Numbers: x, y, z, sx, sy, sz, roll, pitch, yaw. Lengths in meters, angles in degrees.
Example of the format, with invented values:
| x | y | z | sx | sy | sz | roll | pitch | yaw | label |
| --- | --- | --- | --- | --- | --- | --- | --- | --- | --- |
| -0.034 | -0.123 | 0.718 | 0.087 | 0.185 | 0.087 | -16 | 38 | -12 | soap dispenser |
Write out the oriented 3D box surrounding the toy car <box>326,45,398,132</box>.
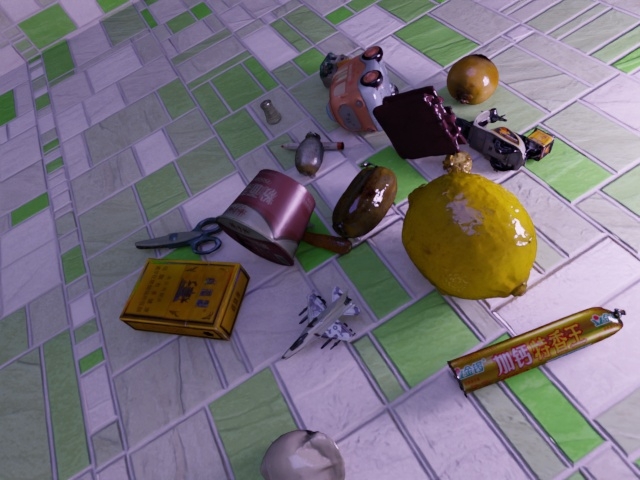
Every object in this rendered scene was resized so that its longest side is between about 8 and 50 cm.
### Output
| x | y | z | sx | sy | sz | roll | pitch | yaw | label |
| --- | --- | --- | --- | --- | --- | --- | --- | --- | --- |
| 0.124 | -0.465 | 1.435 | 0.212 | 0.180 | 0.271 | -12 | 52 | 23 | toy car |

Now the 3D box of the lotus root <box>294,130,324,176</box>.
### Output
| x | y | z | sx | sy | sz | roll | pitch | yaw | label |
| --- | --- | --- | --- | --- | --- | --- | --- | --- | --- |
| -0.031 | -0.271 | 1.396 | 0.088 | 0.088 | 0.165 | 3 | 64 | 20 | lotus root |

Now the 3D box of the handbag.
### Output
| x | y | z | sx | sy | sz | roll | pitch | yaw | label |
| --- | --- | --- | --- | --- | --- | --- | --- | --- | --- |
| 0.271 | -0.318 | 1.229 | 0.216 | 0.203 | 0.074 | 4 | 55 | 53 | handbag |

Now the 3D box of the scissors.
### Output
| x | y | z | sx | sy | sz | roll | pitch | yaw | label |
| --- | --- | --- | --- | --- | --- | --- | --- | --- | --- |
| -0.432 | -0.002 | 1.373 | 0.289 | 0.041 | 0.138 | -7 | 53 | 9 | scissors |

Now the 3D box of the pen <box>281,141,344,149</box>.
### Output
| x | y | z | sx | sy | sz | roll | pitch | yaw | label |
| --- | --- | --- | --- | --- | --- | --- | --- | --- | --- |
| -0.029 | -0.307 | 1.461 | 0.218 | 0.026 | 0.026 | 4 | 58 | 21 | pen |

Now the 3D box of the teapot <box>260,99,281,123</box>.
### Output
| x | y | z | sx | sy | sz | roll | pitch | yaw | label |
| --- | --- | --- | --- | --- | --- | --- | --- | --- | --- |
| -0.178 | -0.459 | 1.580 | 0.057 | 0.083 | 0.067 | -9 | 56 | 18 | teapot |

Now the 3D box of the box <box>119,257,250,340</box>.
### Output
| x | y | z | sx | sy | sz | roll | pitch | yaw | label |
| --- | --- | --- | --- | --- | --- | --- | --- | --- | --- |
| -0.362 | 0.154 | 1.214 | 0.301 | 0.084 | 0.193 | 2 | 57 | 19 | box |

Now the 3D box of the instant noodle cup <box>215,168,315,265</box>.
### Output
| x | y | z | sx | sy | sz | roll | pitch | yaw | label |
| --- | --- | --- | --- | --- | --- | --- | --- | --- | --- |
| -0.132 | -0.064 | 1.186 | 0.234 | 0.235 | 0.178 | 19 | 70 | 28 | instant noodle cup |

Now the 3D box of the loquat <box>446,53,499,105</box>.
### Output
| x | y | z | sx | sy | sz | roll | pitch | yaw | label |
| --- | --- | --- | --- | --- | --- | --- | --- | --- | --- |
| 0.457 | -0.483 | 1.354 | 0.163 | 0.137 | 0.163 | 0 | 68 | 1 | loquat |

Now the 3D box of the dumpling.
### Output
| x | y | z | sx | sy | sz | roll | pitch | yaw | label |
| --- | --- | --- | --- | --- | --- | --- | --- | --- | --- |
| -0.038 | 0.458 | 0.900 | 0.176 | 0.092 | 0.150 | -22 | 66 | -4 | dumpling |

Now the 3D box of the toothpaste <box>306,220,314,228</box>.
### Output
| x | y | z | sx | sy | sz | roll | pitch | yaw | label |
| --- | --- | --- | --- | --- | --- | --- | --- | --- | --- |
| -0.100 | -0.065 | 1.312 | 0.197 | 0.035 | 0.057 | 18 | 48 | 29 | toothpaste |

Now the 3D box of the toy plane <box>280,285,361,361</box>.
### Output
| x | y | z | sx | sy | sz | roll | pitch | yaw | label |
| --- | --- | --- | --- | --- | --- | --- | --- | --- | --- |
| -0.001 | 0.205 | 1.074 | 0.234 | 0.082 | 0.160 | -47 | 64 | 2 | toy plane |

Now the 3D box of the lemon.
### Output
| x | y | z | sx | sy | sz | roll | pitch | yaw | label |
| --- | --- | --- | --- | --- | --- | --- | --- | --- | --- |
| 0.325 | -0.006 | 0.989 | 0.268 | 0.268 | 0.322 | -36 | 75 | -8 | lemon |

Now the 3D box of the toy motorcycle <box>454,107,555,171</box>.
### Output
| x | y | z | sx | sy | sz | roll | pitch | yaw | label |
| --- | --- | --- | --- | --- | --- | --- | --- | --- | --- |
| 0.482 | -0.287 | 1.243 | 0.157 | 0.091 | 0.263 | -35 | 55 | -17 | toy motorcycle |

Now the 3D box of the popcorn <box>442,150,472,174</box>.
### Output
| x | y | z | sx | sy | sz | roll | pitch | yaw | label |
| --- | --- | --- | --- | --- | --- | --- | --- | --- | --- |
| 0.378 | -0.210 | 1.241 | 0.083 | 0.057 | 0.082 | -41 | 61 | -16 | popcorn |

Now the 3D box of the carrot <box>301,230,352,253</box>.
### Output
| x | y | z | sx | sy | sz | roll | pitch | yaw | label |
| --- | --- | --- | --- | --- | --- | --- | --- | --- | --- |
| 0.000 | 0.000 | 1.231 | 0.191 | 0.047 | 0.047 | 13 | 62 | 31 | carrot |

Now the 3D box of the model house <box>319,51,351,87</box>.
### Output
| x | y | z | sx | sy | sz | roll | pitch | yaw | label |
| --- | --- | --- | --- | --- | --- | --- | --- | --- | --- |
| 0.064 | -0.601 | 1.596 | 0.100 | 0.088 | 0.101 | 16 | 67 | 29 | model house |

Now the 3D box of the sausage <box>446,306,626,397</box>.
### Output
| x | y | z | sx | sy | sz | roll | pitch | yaw | label |
| --- | --- | --- | --- | --- | --- | --- | --- | --- | --- |
| 0.446 | 0.215 | 0.912 | 0.371 | 0.082 | 0.082 | -22 | 52 | 2 | sausage |

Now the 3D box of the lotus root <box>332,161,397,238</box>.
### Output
| x | y | z | sx | sy | sz | roll | pitch | yaw | label |
| --- | --- | --- | --- | --- | --- | --- | --- | --- | --- |
| 0.121 | -0.102 | 1.210 | 0.124 | 0.123 | 0.241 | 6 | 56 | 55 | lotus root |
